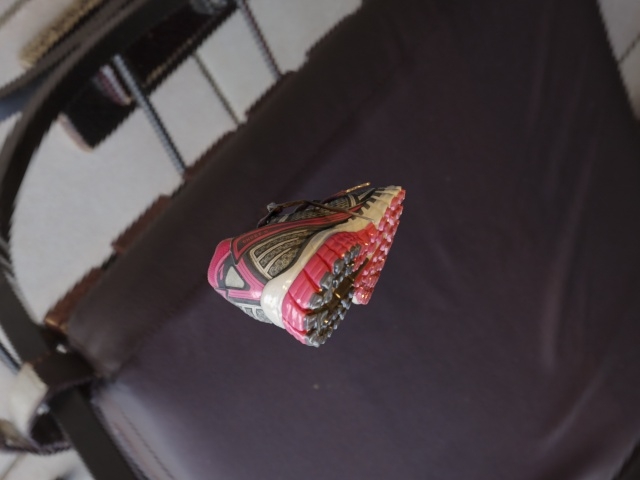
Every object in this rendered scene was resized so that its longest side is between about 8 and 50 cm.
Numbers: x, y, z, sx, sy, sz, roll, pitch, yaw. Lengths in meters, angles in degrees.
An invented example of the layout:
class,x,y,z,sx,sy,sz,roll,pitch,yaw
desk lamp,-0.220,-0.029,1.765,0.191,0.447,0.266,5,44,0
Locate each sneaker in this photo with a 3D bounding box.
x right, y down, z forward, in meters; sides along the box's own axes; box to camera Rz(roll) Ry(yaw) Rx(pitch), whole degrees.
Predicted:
class,x,y,z,sx,sy,sz,roll,pitch,yaw
sneaker,0.000,0.000,1.177,0.299,0.112,0.121,-30,140,-68
